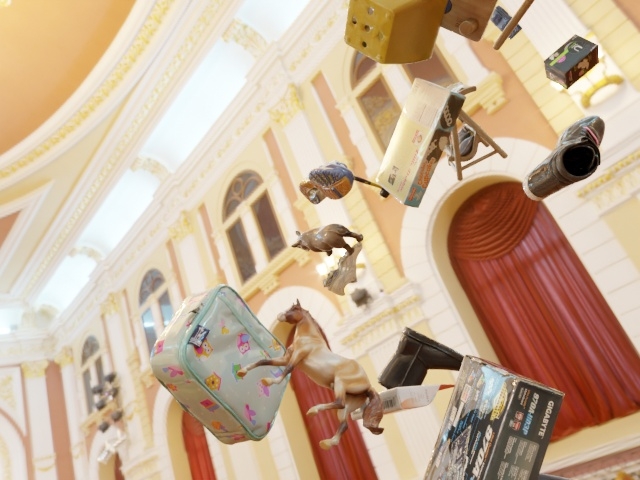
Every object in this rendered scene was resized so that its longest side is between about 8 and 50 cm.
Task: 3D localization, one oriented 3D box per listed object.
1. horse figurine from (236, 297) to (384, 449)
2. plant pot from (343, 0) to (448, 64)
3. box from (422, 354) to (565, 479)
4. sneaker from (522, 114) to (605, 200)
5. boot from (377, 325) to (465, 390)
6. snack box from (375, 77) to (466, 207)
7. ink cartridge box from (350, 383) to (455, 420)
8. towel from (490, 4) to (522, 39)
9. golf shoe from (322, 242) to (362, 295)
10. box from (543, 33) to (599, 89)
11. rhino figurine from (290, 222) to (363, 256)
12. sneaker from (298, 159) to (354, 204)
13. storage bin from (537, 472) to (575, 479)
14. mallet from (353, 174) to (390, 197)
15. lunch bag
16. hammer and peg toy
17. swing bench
[{"bbox_3d":[0.001,0.212,0.799,0.174,0.263,0.066,-28,-39,-49],"label":"horse figurine"},{"bbox_3d":[0.182,-0.585,1.342,0.187,0.212,0.212,-38,-26,-31],"label":"plant pot"},{"bbox_3d":[0.171,0.245,0.559,0.051,0.220,0.175,20,-6,1],"label":"box"},{"bbox_3d":[0.620,-0.212,1.200,0.296,0.104,0.147,-42,2,-17],"label":"sneaker"},{"bbox_3d":[0.321,0.406,1.570,0.207,0.246,0.094,-64,-2,-2],"label":"boot"},{"bbox_3d":[0.272,-0.275,1.430,0.060,0.187,0.322,10,-67,-26],"label":"snack box"},{"bbox_3d":[0.169,0.320,1.006,0.179,0.045,0.145,11,-30,-34],"label":"ink cartridge box"},{"bbox_3d":[0.648,-0.766,1.795,0.029,0.119,0.067,-45,-2,-16],"label":"towel"},{"bbox_3d":[0.085,0.086,1.529,0.176,0.086,0.069,-53,2,-5],"label":"golf shoe"},{"bbox_3d":[0.509,-0.363,1.035,0.083,0.062,0.052,-41,-39,4],"label":"box"},{"bbox_3d":[0.000,0.000,1.444,0.106,0.073,0.243,26,-22,-36],"label":"rhino figurine"},{"bbox_3d":[0.033,-0.190,1.471,0.131,0.112,0.296,-44,15,-16],"label":"sneaker"},{"bbox_3d":[0.308,0.350,0.638,0.098,0.091,0.135,-6,-30,38],"label":"storage bin"},{"bbox_3d":[0.176,-0.194,1.811,0.189,0.039,0.062,7,-57,-28],"label":"mallet"},{"bbox_3d":[-0.177,0.229,0.977,0.108,0.224,0.279,-17,-61,32],"label":"lunch bag"},{"bbox_3d":[0.399,-0.659,1.327,0.127,0.361,0.266,-41,-23,-43],"label":"hammer and peg toy"},{"bbox_3d":[0.451,-0.363,1.647,0.165,0.255,0.253,-27,14,14],"label":"swing bench"}]
